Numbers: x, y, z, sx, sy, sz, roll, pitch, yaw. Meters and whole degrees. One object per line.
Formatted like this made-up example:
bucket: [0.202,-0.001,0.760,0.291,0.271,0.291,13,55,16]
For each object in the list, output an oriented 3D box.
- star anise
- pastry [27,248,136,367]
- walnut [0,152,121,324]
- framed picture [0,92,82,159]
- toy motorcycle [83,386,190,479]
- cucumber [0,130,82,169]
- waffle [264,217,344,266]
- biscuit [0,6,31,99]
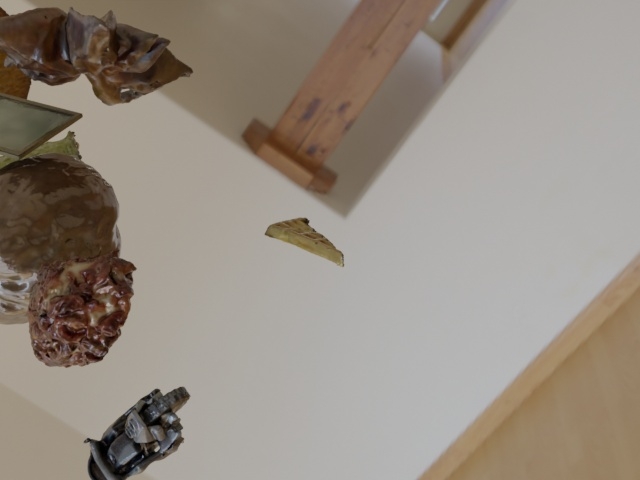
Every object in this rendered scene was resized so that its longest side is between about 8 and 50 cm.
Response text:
star anise: [-0.329,-0.261,1.167,0.349,0.292,0.109,-174,95,-77]
pastry: [-0.242,0.069,0.813,0.208,0.097,0.115,153,120,-68]
walnut: [-0.421,0.000,1.213,0.227,0.273,0.273,9,55,33]
framed picture: [-0.476,-0.176,1.204,0.136,0.201,0.010,-50,-31,-46]
toy motorcycle: [-0.296,0.320,1.305,0.159,0.106,0.270,-31,-16,-33]
cucumber: [-0.593,-0.093,1.504,0.325,0.145,0.105,-19,-40,-18]
waffle: [0.000,0.000,1.216,0.097,0.152,0.023,-13,-62,-51]
biscuit: [-0.710,-0.337,1.573,0.038,0.305,0.305,12,64,49]
